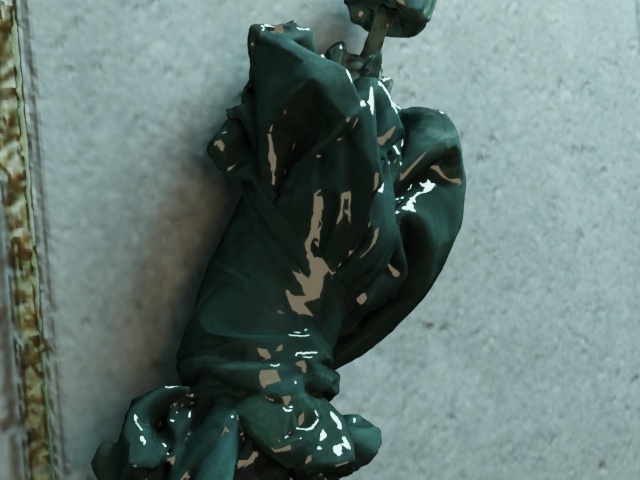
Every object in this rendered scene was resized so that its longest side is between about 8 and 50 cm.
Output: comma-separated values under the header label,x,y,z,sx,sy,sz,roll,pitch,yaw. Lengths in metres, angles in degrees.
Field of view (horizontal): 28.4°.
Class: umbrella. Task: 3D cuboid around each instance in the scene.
label,x,y,z,sx,sy,sz,roll,pitch,yaw
umbrella,0.000,-0.001,0.647,0.143,0.094,0.349,36,64,-36
